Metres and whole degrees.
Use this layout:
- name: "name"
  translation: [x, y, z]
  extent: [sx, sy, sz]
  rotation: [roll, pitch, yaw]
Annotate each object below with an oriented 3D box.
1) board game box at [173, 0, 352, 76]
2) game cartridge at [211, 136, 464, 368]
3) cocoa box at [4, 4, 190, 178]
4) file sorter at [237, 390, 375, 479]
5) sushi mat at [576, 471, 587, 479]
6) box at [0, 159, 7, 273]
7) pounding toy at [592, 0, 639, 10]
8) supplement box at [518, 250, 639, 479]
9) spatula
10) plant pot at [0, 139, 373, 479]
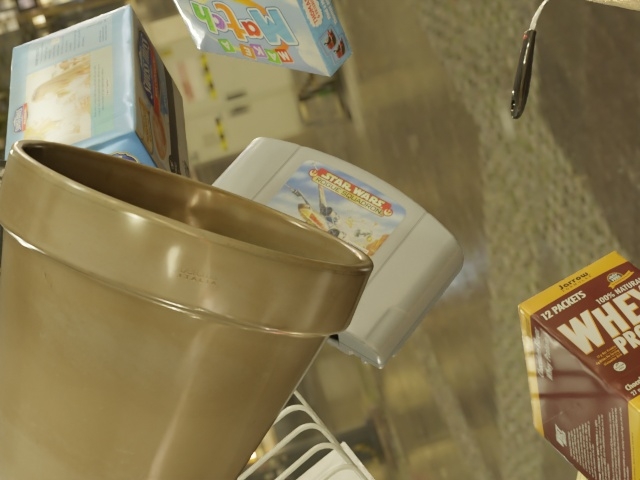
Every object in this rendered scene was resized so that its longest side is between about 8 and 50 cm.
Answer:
- name: "board game box"
  translation: [-0.076, -0.235, 1.131]
  extent: [0.160, 0.039, 0.211]
  rotation: [17, 147, 39]
- name: "game cartridge"
  translation: [0.000, 0.000, 1.570]
  extent: [0.297, 0.198, 0.062]
  rotation: [29, 155, 21]
- name: "cocoa box"
  translation: [-0.361, -0.174, 2.274]
  extent: [0.347, 0.231, 0.228]
  rotation: [-100, -12, -46]
- name: "file sorter"
  translation: [-0.029, 0.357, 1.942]
  extent: [0.173, 0.193, 0.278]
  rotation: [53, 175, -26]
- name: "sushi mat"
  translation: [0.494, 0.370, 2.268]
  extent: [0.019, 0.151, 0.316]
  rotation: [55, -137, -47]
- name: "box"
  translation: [-0.410, 0.006, 1.964]
  extent: [0.059, 0.183, 0.232]
  rotation: [165, 108, -68]
- name: "pounding toy"
  translation: [0.233, -0.262, 1.163]
  extent: [0.100, 0.141, 0.130]
  rotation: [146, 131, -73]
- name: "supplement box"
  translation: [0.317, 0.154, 1.417]
  extent: [0.194, 0.129, 0.191]
  rotation: [45, 156, 46]
- name: "spatula"
  translation: [0.298, -0.299, 1.879]
  extent: [0.084, 0.030, 0.296]
  rotation: [147, 143, -73]
- name: "plant pot"
  translation: [-0.147, 0.095, 1.191]
  extent: [0.323, 0.323, 0.280]
  rotation: [-136, 64, -76]
